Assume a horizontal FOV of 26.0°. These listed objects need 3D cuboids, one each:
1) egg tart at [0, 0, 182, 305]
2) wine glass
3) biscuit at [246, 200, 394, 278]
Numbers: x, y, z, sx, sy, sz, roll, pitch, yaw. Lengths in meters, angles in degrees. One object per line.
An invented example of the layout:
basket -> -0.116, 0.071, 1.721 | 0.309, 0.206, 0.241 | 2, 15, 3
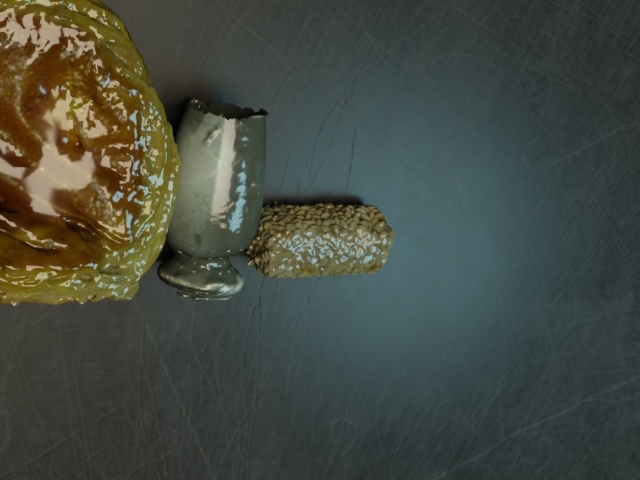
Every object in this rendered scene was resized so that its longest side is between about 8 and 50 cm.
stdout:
egg tart -> -0.312, -0.103, 1.359 | 0.352, 0.153, 0.339 | -6, 108, -23
wine glass -> -0.116, -0.047, 1.489 | 0.111, 0.111, 0.204 | 1, 106, -25
biscuit -> 0.000, 0.000, 1.584 | 0.168, 0.070, 0.082 | 0, 114, -27
